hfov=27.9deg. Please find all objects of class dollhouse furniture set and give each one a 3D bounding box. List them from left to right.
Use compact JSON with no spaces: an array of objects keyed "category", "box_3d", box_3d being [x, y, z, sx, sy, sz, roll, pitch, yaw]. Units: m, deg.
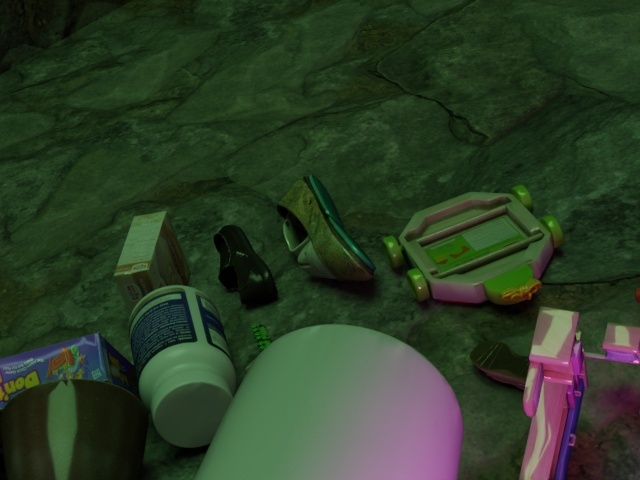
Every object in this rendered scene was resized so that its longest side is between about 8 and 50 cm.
[{"category":"dollhouse furniture set","box_3d":[0.407,0.244,1.565,0.304,0.286,0.198,8,67,18]}]

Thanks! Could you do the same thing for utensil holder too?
[{"category":"utensil holder","box_3d":[-0.001,0.334,1.557,0.328,0.327,0.385,-4,30,19]}]

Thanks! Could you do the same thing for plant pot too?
[{"category":"plant pot","box_3d":[-0.349,0.350,1.823,0.215,0.215,0.230,-13,48,5]}]

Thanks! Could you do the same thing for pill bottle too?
[{"category":"pill bottle","box_3d":[-0.215,0.196,2.021,0.153,0.153,0.264,-19,31,-3]}]

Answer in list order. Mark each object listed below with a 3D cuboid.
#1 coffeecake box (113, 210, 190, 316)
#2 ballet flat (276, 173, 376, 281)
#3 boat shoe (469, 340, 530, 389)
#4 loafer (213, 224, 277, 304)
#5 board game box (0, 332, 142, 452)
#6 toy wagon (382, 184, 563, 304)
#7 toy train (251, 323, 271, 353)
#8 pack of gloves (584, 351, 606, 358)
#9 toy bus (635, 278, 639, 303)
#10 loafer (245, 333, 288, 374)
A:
[{"category":"coffeecake box","box_3d":[-0.295,0.059,2.280,0.068,0.142,0.185,-10,33,11]},{"category":"ballet flat","box_3d":[0.000,0.000,2.284,0.123,0.123,0.348,-21,33,-6]},{"category":"boat shoe","box_3d":[0.284,0.191,1.911,0.153,0.048,0.056,13,54,49]},{"category":"loafer","box_3d":[-0.152,0.042,2.299,0.078,0.080,0.220,-24,33,-13]},{"category":"board game box","box_3d":[-0.467,0.250,1.980,0.347,0.233,0.078,-15,69,2]},{"category":"toy wagon","box_3d":[0.268,0.025,2.146,0.267,0.068,0.344,-21,33,-7]},{"category":"toy train","box_3d":[-0.096,0.163,2.147,0.024,0.017,0.083,-11,31,-10]},{"category":"pack of gloves","box_3d":[0.482,0.153,1.725,0.195,0.046,0.232,11,-4,-16]},{"category":"toy bus","box_3d":[0.559,0.085,1.862,0.211,0.149,0.220,-13,32,32]},{"category":"loafer","box_3d":[-0.069,0.181,2.083,0.125,0.045,0.039,-36,30,-23]}]
